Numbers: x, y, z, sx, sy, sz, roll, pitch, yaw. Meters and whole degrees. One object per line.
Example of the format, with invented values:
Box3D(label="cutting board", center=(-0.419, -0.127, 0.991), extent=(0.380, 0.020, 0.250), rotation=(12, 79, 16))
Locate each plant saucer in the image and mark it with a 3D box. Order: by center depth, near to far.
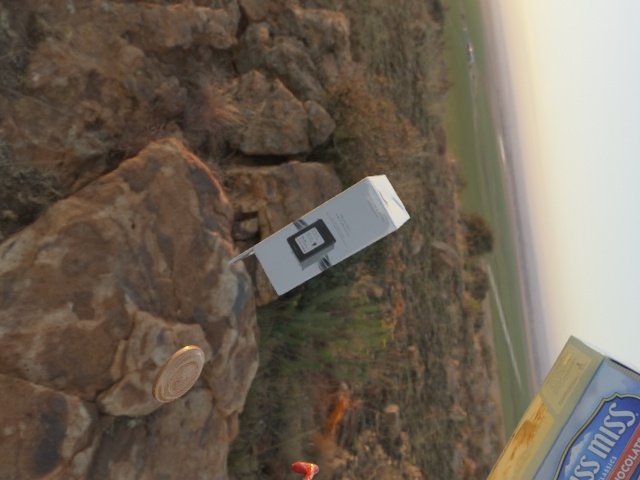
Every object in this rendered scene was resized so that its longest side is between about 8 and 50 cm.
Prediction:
Box3D(label="plant saucer", center=(-0.183, 0.177, 0.727), extent=(0.083, 0.013, 0.083), rotation=(-41, 148, -33))

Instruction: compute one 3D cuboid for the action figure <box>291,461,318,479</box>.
Box3D(label="action figure", center=(-0.086, 0.422, 0.821), extent=(0.280, 0.139, 0.091), rotation=(12, 71, -82))

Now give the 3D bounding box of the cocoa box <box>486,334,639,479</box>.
Box3D(label="cocoa box", center=(0.379, 0.339, 0.753), extent=(0.347, 0.228, 0.231), rotation=(-62, 166, 5))

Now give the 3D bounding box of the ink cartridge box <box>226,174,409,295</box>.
Box3D(label="ink cartridge box", center=(0.000, 0.000, 0.603), extent=(0.060, 0.180, 0.104), rotation=(60, 18, 1))
